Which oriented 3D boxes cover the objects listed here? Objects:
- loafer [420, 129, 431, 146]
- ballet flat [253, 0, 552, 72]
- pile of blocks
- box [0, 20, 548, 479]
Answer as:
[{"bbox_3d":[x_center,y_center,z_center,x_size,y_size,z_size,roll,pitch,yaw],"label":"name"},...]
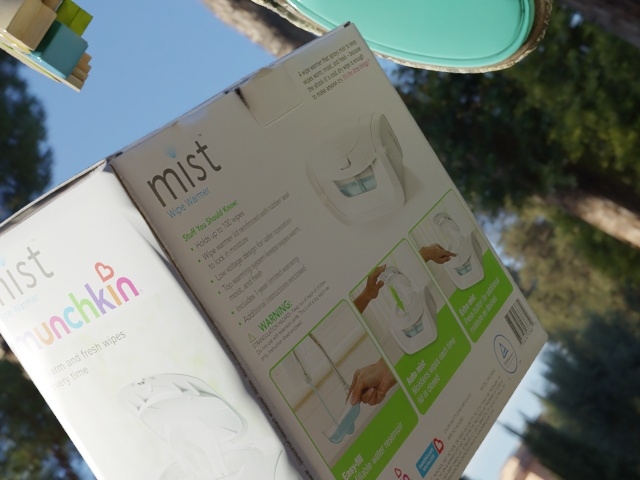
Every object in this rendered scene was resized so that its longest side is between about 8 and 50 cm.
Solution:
[{"bbox_3d":[0.000,0.000,0.926,0.223,0.076,0.078,-50,-11,-19],"label":"loafer"},{"bbox_3d":[-0.037,-0.273,1.048,0.182,0.483,0.164,-60,-14,-65],"label":"ballet flat"},{"bbox_3d":[-0.282,-0.242,1.318,0.112,0.149,0.362,-58,16,-2],"label":"pile of blocks"},{"bbox_3d":[-0.016,0.033,0.675,0.127,0.231,0.262,-29,8,34],"label":"box"}]
